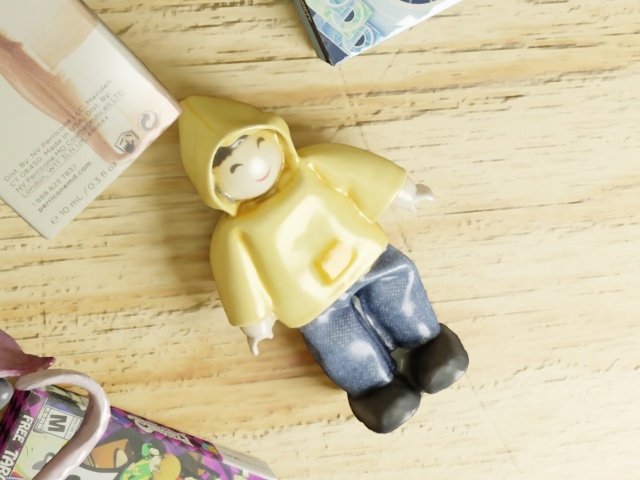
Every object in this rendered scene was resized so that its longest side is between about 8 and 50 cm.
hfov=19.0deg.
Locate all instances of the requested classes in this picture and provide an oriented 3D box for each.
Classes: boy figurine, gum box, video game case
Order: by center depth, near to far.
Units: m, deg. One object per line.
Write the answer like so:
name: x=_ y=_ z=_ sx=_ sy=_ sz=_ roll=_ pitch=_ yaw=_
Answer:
gum box: x=0.053 y=-0.235 z=1.358 sx=0.184 sy=0.041 sz=0.157 roll=-29 pitch=113 yaw=-9
boy figurine: x=0.000 y=0.000 z=1.385 sx=0.177 sy=0.092 sz=0.285 roll=-36 pitch=116 yaw=-3
video game case: x=-0.174 y=0.239 z=1.424 sx=0.210 sy=0.042 sz=0.232 roll=24 pitch=97 yaw=-24

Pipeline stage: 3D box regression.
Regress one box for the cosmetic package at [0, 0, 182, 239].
cosmetic package: x=-0.239 y=-0.154 z=1.186 sx=0.129 sy=0.153 sz=0.296 roll=-44 pitch=132 yaw=1

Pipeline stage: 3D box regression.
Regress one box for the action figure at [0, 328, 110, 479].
action figure: x=-0.334 y=0.037 z=1.172 sx=0.248 sy=0.275 sz=0.370 roll=-50 pitch=148 yaw=-27
